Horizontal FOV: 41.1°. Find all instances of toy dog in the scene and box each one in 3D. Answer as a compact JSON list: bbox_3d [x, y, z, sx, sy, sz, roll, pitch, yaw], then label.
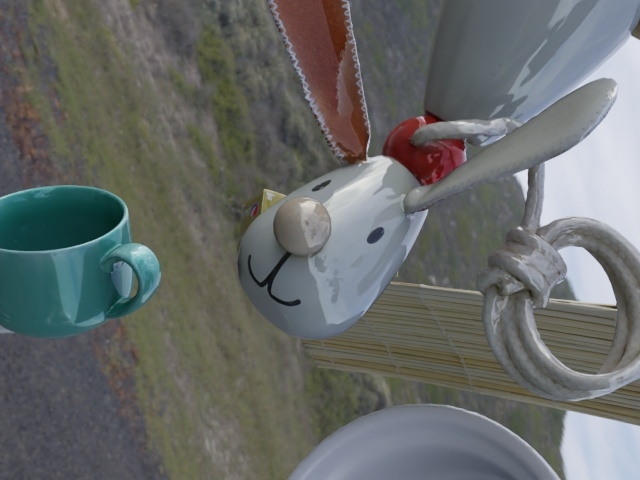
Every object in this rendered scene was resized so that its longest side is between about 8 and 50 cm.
[{"bbox_3d":[0.088,-0.105,0.407,0.161,0.220,0.333,66,42,-66],"label":"toy dog"}]

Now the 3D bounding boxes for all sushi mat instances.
[{"bbox_3d":[0.099,0.076,0.619,0.151,0.316,0.019,55,52,-40],"label":"sushi mat"}]

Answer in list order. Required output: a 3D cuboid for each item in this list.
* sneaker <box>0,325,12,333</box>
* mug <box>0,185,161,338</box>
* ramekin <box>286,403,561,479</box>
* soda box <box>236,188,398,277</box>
[{"bbox_3d":[-0.351,0.057,0.852,0.147,0.296,0.104,100,-20,-77],"label":"sneaker"},{"bbox_3d":[-0.216,0.028,0.709,0.158,0.129,0.097,40,-44,51],"label":"mug"},{"bbox_3d":[0.093,0.284,0.680,0.135,0.277,0.277,44,26,-50],"label":"ramekin"},{"bbox_3d":[0.000,0.000,0.965,0.058,0.181,0.061,-26,-126,57],"label":"soda box"}]
